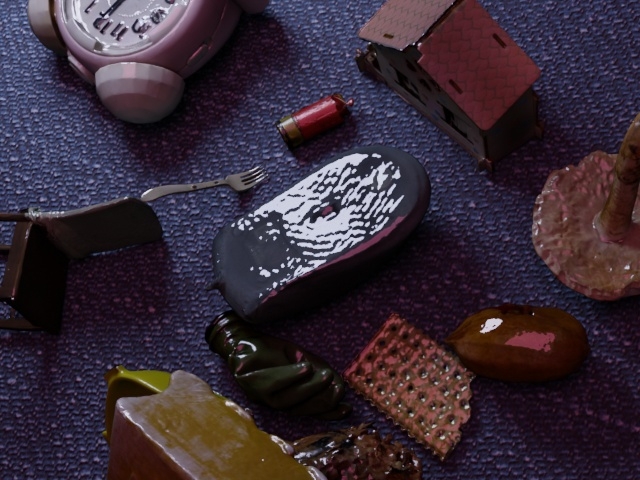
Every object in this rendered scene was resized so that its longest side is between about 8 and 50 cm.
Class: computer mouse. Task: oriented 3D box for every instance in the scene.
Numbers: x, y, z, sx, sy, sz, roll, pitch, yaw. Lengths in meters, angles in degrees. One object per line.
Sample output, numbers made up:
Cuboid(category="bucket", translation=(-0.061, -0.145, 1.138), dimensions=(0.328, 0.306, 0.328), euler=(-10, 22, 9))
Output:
Cuboid(category="computer mouse", translation=(0.000, 0.000, 1.777), dimensions=(0.371, 0.122, 0.188), euler=(-28, 54, 1))

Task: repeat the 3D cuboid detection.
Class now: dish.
Cuboid(category="dish", translation=(-0.190, 0.278, 1.701), dimensions=(0.262, 0.221, 0.108), euler=(28, 37, 30))

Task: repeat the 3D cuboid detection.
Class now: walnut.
Cuboid(category="walnut", translation=(0.276, 0.145, 1.670), dimensions=(0.207, 0.116, 0.116), euler=(-2, 68, 19))

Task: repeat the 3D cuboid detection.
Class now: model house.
Cuboid(category="model house", translation=(0.191, -0.283, 1.784), dimensions=(0.169, 0.244, 0.326), euler=(-44, 65, -4))

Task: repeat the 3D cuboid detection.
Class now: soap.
Cuboid(category="soap", translation=(-0.143, 0.380, 1.524), dimensions=(0.156, 0.335, 0.293), euler=(-19, 43, -41))

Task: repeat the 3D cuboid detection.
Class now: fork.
Cuboid(category="fork", translation=(-0.181, -0.082, 1.853), dimensions=(0.219, 0.028, 0.034), euler=(-15, 68, -33))

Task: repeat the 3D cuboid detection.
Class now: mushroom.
Cuboid(category="mushroom", translation=(0.399, -0.079, 1.641), dimensions=(0.233, 0.301, 0.208), euler=(-27, 31, -13))

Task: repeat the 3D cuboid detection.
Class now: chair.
Cuboid(category="chair", translation=(-0.420, 0.039, 1.844), dimensions=(0.319, 0.160, 0.186), euler=(-2, 63, 13))

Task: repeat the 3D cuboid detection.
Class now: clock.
Cuboid(category="clock", translation=(-0.298, -0.389, 1.978), dimensions=(0.326, 0.184, 0.342), euler=(-46, 61, -3))

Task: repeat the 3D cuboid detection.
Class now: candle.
Cuboid(category="candle", translation=(-0.005, -0.196, 1.898), dimensions=(0.131, 0.052, 0.052), euler=(-28, 65, 0))

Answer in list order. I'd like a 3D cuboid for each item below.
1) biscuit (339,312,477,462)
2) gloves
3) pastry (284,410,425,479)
Cuboid(category="biscuit", translation=(0.141, 0.206, 1.720), dimensions=(0.203, 0.016, 0.144), euler=(35, 80, 23))
Cuboid(category="gloves", translation=(-0.060, 0.191, 1.723), dimensions=(0.268, 0.135, 0.107), euler=(26, 118, 38))
Cuboid(category="pastry", translation=(0.024, 0.368, 1.586), dimensions=(0.275, 0.193, 0.275), euler=(-4, 68, 9))
